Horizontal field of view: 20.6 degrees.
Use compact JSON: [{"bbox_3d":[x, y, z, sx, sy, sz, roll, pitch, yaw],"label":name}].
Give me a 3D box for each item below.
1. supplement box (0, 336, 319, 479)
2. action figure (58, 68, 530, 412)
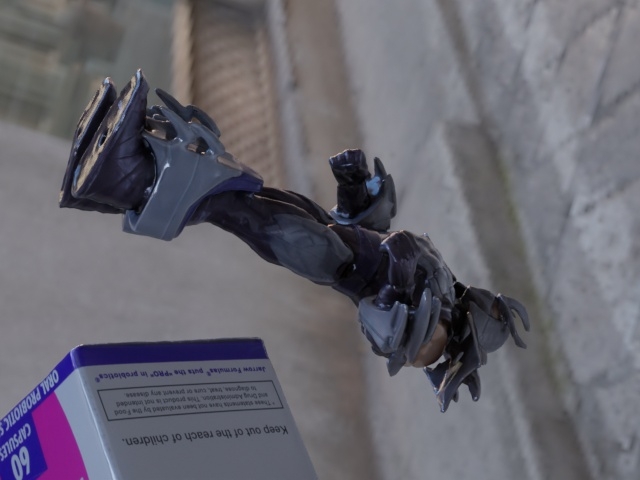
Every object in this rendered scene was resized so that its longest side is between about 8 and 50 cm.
[{"bbox_3d":[-0.055,0.163,0.738,0.111,0.114,0.220,-42,62,36],"label":"supplement box"},{"bbox_3d":[0.000,0.000,0.980,0.099,0.285,0.185,-63,19,9],"label":"action figure"}]
